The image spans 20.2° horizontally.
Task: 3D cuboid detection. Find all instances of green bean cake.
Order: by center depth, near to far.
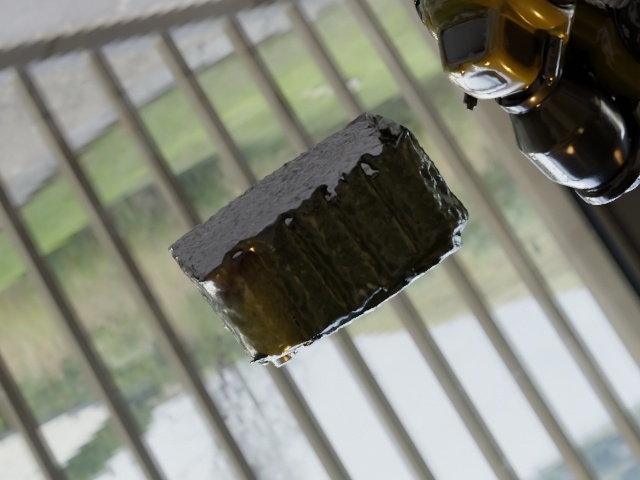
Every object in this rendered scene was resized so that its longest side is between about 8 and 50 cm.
[{"bbox_3d":[0.000,0.000,1.194,0.173,0.094,0.181,-35,-169,-5],"label":"green bean cake"}]

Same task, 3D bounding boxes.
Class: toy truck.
[{"bbox_3d":[0.171,-0.136,1.374,0.224,0.165,0.147,28,152,-37],"label":"toy truck"}]
